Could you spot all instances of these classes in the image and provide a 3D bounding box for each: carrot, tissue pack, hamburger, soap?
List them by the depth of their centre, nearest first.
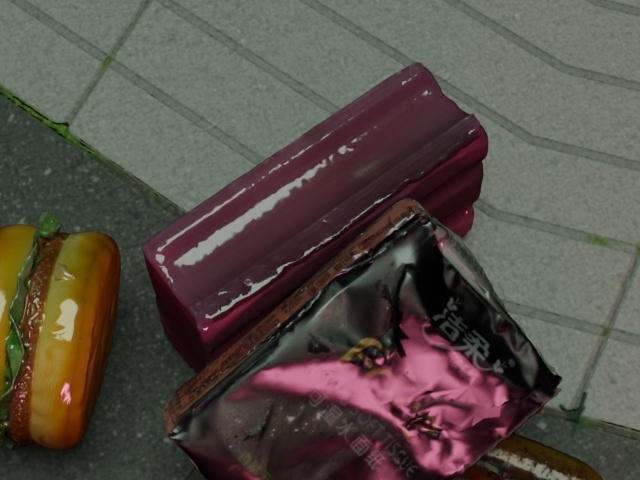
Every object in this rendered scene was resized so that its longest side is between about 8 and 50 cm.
[{"bbox_3d":[0.040,0.145,1.311,0.332,0.123,0.245,-40,113,1],"label":"tissue pack"},{"bbox_3d":[-0.301,0.089,1.365,0.170,0.246,0.246,9,64,0],"label":"hamburger"},{"bbox_3d":[0.176,0.226,1.415,0.260,0.070,0.070,22,66,11],"label":"carrot"},{"bbox_3d":[0.000,0.000,1.421,0.359,0.233,0.128,-35,67,-16],"label":"soap"}]
